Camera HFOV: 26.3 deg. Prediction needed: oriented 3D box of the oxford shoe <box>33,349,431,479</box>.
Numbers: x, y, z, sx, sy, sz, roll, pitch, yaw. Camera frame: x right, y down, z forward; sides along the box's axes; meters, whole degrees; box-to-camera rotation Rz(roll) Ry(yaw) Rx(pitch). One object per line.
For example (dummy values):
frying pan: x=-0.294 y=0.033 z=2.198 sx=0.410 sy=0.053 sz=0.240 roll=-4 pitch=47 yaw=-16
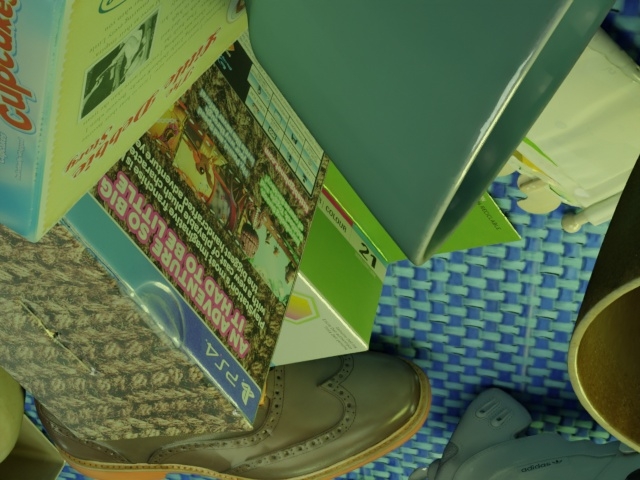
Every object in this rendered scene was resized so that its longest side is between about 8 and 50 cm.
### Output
oxford shoe: x=-0.083 y=0.150 z=1.242 sx=0.363 sy=0.130 sz=0.133 roll=-8 pitch=150 yaw=7

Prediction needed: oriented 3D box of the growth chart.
growth chart: x=0.169 y=-0.092 z=0.962 sx=0.172 sy=0.021 sz=0.237 roll=-19 pitch=131 yaw=39

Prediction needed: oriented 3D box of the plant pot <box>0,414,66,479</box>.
plant pot: x=-0.379 y=0.262 z=1.576 sx=0.096 sy=0.109 sz=0.109 roll=7 pitch=145 yaw=32

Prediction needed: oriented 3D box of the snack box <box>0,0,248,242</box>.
snack box: x=-0.062 y=-0.163 z=0.701 sx=0.060 sy=0.322 sz=0.187 roll=33 pitch=145 yaw=7

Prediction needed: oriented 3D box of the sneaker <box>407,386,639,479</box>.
sneaker: x=0.251 y=0.207 z=1.240 sx=0.365 sy=0.210 sz=0.137 roll=-30 pitch=133 yaw=2

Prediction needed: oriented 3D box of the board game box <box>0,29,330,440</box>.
board game box: x=-0.120 y=-0.055 z=0.892 sx=0.141 sy=0.291 sz=0.232 roll=-8 pitch=137 yaw=29

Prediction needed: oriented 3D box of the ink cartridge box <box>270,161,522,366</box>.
ink cartridge box: x=0.000 y=0.000 z=1.084 sx=0.255 sy=0.097 sz=0.189 roll=-12 pitch=136 yaw=34

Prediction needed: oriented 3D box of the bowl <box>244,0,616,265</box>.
bowl: x=0.072 y=-0.157 z=0.715 sx=0.163 sy=0.311 sz=0.311 roll=33 pitch=144 yaw=7

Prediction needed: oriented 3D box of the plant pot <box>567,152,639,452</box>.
plant pot: x=0.281 y=-0.017 z=0.821 sx=0.237 sy=0.254 sz=0.237 roll=10 pitch=143 yaw=8

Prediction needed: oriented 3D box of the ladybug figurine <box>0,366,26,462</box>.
ladybug figurine: x=-0.471 y=0.079 z=1.292 sx=0.449 sy=0.162 sz=0.305 roll=15 pitch=141 yaw=12
